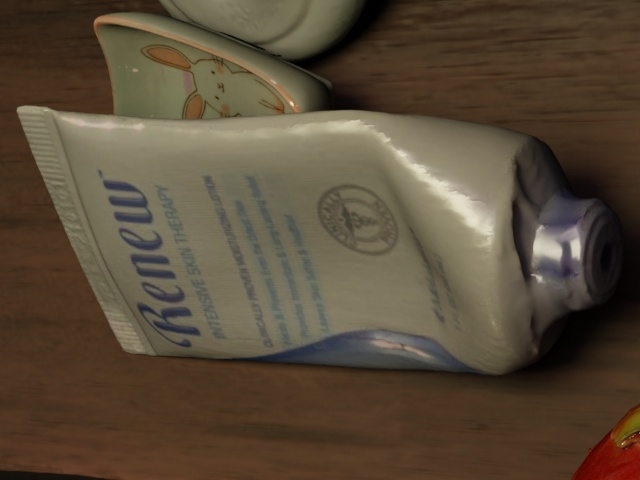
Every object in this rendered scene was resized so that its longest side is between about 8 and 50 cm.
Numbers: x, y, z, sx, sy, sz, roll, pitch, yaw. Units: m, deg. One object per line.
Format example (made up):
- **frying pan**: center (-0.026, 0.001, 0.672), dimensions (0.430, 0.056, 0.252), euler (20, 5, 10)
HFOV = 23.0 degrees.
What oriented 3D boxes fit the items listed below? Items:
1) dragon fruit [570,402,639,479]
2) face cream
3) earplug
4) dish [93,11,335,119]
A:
- **dragon fruit**: center (0.245, 0.183, 0.883), dimensions (0.227, 0.224, 0.224), euler (-15, 67, 44)
- **face cream**: center (0.000, 0.000, 1.087), dimensions (0.420, 0.235, 0.137), euler (2, 40, 28)
- **earplug**: center (-0.067, -0.289, 1.225), dimensions (0.214, 0.175, 0.326), euler (-50, 58, 47)
- **dish**: center (-0.067, -0.092, 1.189), dimensions (0.212, 0.151, 0.077), euler (26, 47, 32)
